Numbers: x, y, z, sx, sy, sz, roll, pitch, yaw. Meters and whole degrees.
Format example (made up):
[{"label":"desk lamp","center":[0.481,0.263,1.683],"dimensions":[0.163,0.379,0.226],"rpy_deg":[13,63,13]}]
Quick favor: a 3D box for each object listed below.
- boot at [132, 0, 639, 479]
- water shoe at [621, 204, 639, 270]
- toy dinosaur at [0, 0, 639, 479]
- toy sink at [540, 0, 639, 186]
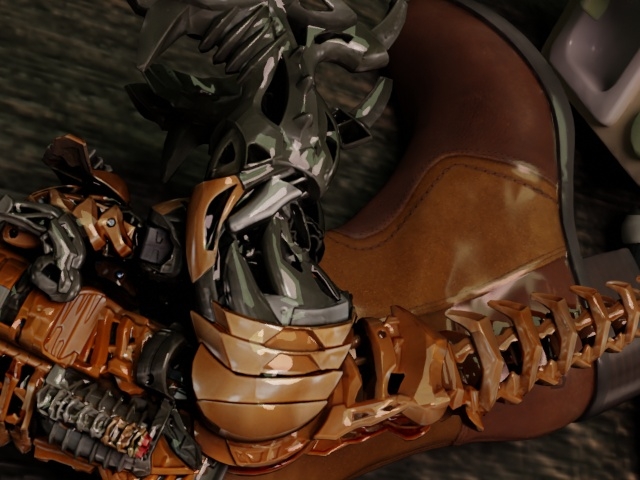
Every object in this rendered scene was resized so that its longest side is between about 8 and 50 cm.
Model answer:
[{"label":"boot","center":[0.000,0.000,0.614],"dimensions":[0.280,0.096,0.264],"rpy_deg":[-13,73,-23]},{"label":"water shoe","center":[0.263,0.026,0.757],"dimensions":[0.203,0.073,0.080],"rpy_deg":[8,87,-27]},{"label":"toy dinosaur","center":[-0.037,0.018,0.489],"dimensions":[0.322,0.164,0.218],"rpy_deg":[9,71,-24]},{"label":"toy sink","center":[0.231,-0.113,0.734],"dimensions":[0.234,0.131,0.153],"rpy_deg":[10,34,-30]}]
